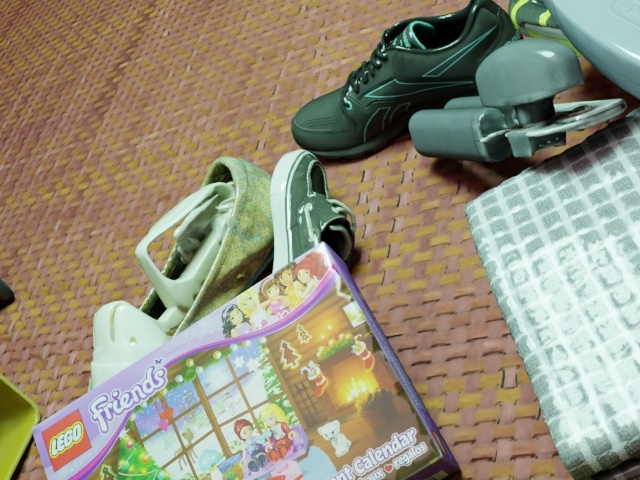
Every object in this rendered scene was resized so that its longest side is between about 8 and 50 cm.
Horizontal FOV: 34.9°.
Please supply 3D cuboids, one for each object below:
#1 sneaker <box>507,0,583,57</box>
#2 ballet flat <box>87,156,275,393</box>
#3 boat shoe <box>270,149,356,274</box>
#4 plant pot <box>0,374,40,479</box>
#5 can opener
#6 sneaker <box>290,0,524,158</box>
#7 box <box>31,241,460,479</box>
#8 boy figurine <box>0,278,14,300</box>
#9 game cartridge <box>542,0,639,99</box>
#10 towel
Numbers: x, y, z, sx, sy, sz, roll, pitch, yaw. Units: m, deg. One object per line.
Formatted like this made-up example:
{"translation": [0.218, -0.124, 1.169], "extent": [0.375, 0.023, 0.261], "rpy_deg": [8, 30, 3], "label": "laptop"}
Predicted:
{"translation": [0.318, -0.167, 0.798], "extent": [0.385, 0.147, 0.145], "rpy_deg": [15, 65, 44], "label": "sneaker"}
{"translation": [-0.143, 0.064, 0.955], "extent": [0.123, 0.123, 0.348], "rpy_deg": [6, 56, 42], "label": "ballet flat"}
{"translation": [0.000, 0.000, 0.946], "extent": [0.070, 0.078, 0.219], "rpy_deg": [-19, 50, 23], "label": "boat shoe"}
{"translation": [-0.438, 0.204, 0.969], "extent": [0.187, 0.212, 0.212], "rpy_deg": [-24, 31, 30], "label": "plant pot"}
{"translation": [0.146, -0.117, 0.843], "extent": [0.076, 0.095, 0.283], "rpy_deg": [-21, 12, -13], "label": "can opener"}
{"translation": [0.077, -0.168, 1.024], "extent": [0.267, 0.106, 0.101], "rpy_deg": [-19, 43, 25], "label": "sneaker"}
{"translation": [-0.068, 0.162, 0.794], "extent": [0.293, 0.057, 0.201], "rpy_deg": [-33, 60, 7], "label": "box"}
{"translation": [-0.492, 0.136, 1.181], "extent": [0.177, 0.092, 0.285], "rpy_deg": [19, 62, 44], "label": "boy figurine"}
{"translation": [0.278, -0.173, 0.681], "extent": [0.196, 0.060, 0.294], "rpy_deg": [-37, 41, -1], "label": "game cartridge"}
{"translation": [0.240, 0.026, 0.690], "extent": [0.235, 0.121, 0.283], "rpy_deg": [-28, 40, 14], "label": "towel"}
